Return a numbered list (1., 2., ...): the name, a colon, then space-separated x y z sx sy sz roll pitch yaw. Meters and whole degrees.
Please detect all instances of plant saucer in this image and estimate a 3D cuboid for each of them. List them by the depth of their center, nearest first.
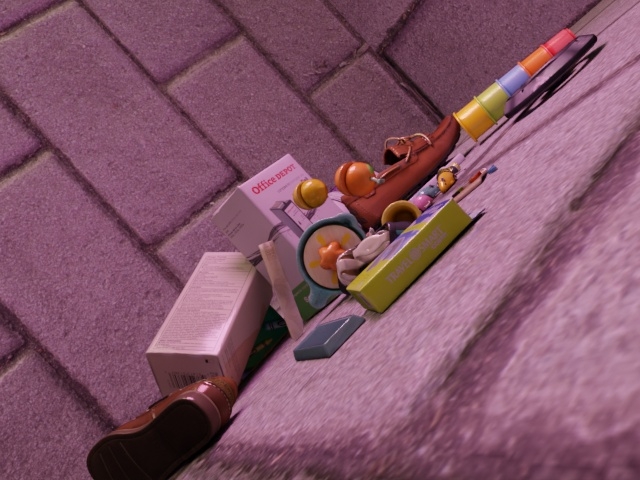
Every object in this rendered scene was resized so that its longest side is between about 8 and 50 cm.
1. plant saucer: 0.004 0.132 0.809 0.067 0.018 0.192 -44 2 -19

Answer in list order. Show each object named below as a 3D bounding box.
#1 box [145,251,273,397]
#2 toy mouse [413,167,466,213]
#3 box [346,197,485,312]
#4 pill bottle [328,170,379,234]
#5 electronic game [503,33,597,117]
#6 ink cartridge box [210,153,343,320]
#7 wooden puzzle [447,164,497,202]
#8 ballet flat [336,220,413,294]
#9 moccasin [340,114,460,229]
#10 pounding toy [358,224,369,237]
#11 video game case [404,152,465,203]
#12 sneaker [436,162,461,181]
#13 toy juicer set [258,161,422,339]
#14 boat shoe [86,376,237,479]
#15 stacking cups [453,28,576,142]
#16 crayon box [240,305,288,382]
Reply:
1. box: -0.204 0.157 1.177 0.147 0.121 0.311 0 34 14
2. toy mouse: 0.221 -0.091 1.250 0.143 0.031 0.161 -42 1 43
3. box: 0.115 0.014 0.746 0.178 0.042 0.109 -44 1 -7
4. pill bottle: 0.078 -0.071 1.758 0.181 0.181 0.323 -42 2 45
5. electronic game: 0.476 -0.341 1.246 0.229 0.048 0.229 -44 0 0
6. ink cartridge box: -0.051 -0.013 1.246 0.121 0.289 0.211 -42 1 38
7. wooden puzzle: 0.238 -0.088 0.970 0.116 0.014 0.078 -42 1 24
8. ballet flat: 0.068 0.027 0.915 0.203 0.074 0.074 -38 4 46
9. moccasin: 0.208 -0.196 1.521 0.380 0.147 0.139 -42 1 -8
10. pounding toy: 0.049 0.022 1.448 0.206 0.094 0.181 -43 1 42
11. video game case: 0.272 -0.140 1.546 0.201 0.023 0.183 -43 1 -2
12. sneaker: 0.280 -0.148 1.344 0.035 0.031 0.083 -44 1 -23
13. toy juicer set: 0.000 0.000 1.046 0.329 0.209 0.089 -42 -7 11
14. boat shoe: -0.244 0.310 0.944 0.307 0.111 0.104 -31 2 28
15. stacking cups: 0.471 -0.367 1.421 0.316 0.096 0.096 -38 3 21
16. crayon box: -0.202 0.270 1.275 0.278 0.081 0.165 -44 1 -41
